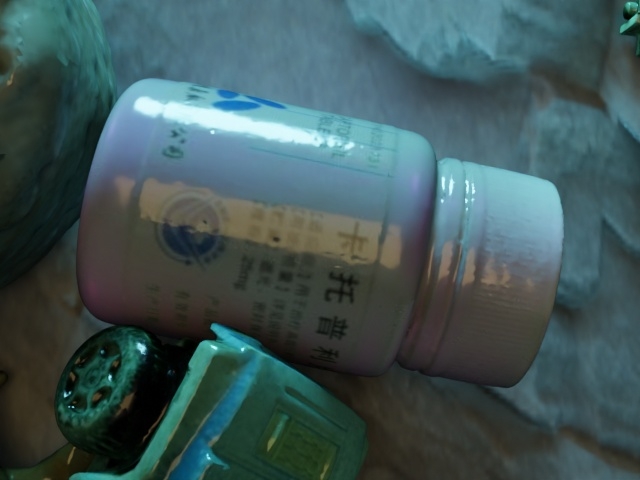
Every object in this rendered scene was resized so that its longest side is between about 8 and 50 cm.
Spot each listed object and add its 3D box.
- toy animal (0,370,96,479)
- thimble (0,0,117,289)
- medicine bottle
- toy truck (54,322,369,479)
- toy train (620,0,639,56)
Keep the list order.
[{"bbox_3d":[-0.208,0.183,0.518,0.101,0.103,0.218,8,87,22],"label":"toy animal"},{"bbox_3d":[-0.269,-0.084,0.487,0.292,0.195,0.291,0,85,2],"label":"thimble"},{"bbox_3d":[0.000,0.000,0.509,0.255,0.152,0.152,12,83,0],"label":"medicine bottle"},{"bbox_3d":[-0.084,0.182,0.431,0.156,0.155,0.278,20,74,45],"label":"toy truck"},{"bbox_3d":[0.251,-0.144,0.598,0.083,0.033,0.053,7,86,-2],"label":"toy train"}]
